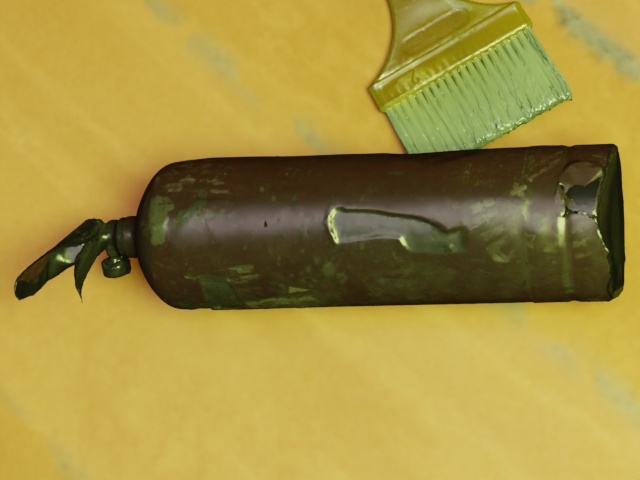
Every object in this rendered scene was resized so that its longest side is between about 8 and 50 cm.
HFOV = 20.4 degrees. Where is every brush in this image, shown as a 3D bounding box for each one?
[{"bbox_3d":[0.037,-0.132,0.862,0.083,0.011,0.205,-30,72,6],"label":"brush"}]

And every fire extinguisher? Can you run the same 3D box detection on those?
[{"bbox_3d":[0.000,0.000,0.801,0.268,0.089,0.072,-2,122,13],"label":"fire extinguisher"}]
